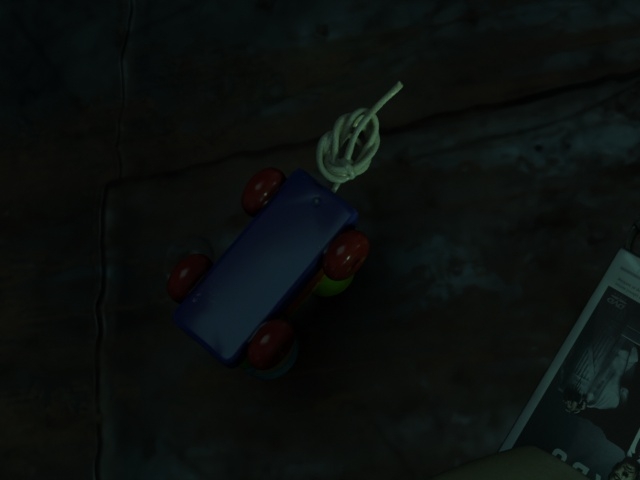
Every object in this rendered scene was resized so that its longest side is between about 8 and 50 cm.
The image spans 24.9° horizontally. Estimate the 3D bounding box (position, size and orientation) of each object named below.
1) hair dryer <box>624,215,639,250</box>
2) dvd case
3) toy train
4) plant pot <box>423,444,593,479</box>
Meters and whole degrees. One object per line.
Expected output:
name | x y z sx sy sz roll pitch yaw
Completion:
hair dryer | 0.353 -0.068 1.054 0.223 0.080 0.294 16 77 26
dvd case | 0.230 0.149 1.032 0.179 0.029 0.239 32 94 28
toy train | 0.000 0.000 1.139 0.105 0.143 0.248 38 83 20
plant pot | 0.133 0.244 0.915 0.284 0.284 0.191 33 83 28
